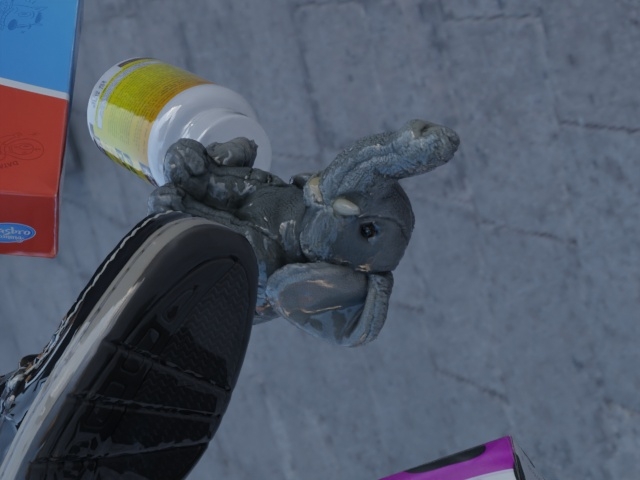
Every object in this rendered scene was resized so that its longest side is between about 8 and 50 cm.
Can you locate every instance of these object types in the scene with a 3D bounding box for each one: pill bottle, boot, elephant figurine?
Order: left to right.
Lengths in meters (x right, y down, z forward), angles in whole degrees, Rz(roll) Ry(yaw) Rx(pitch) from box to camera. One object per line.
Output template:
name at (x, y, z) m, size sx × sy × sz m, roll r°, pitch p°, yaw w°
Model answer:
boot at (-0.223, 0.104, 0.848) m, size 0.284 × 0.138 × 0.377 m, roll 35°, pitch 102°, yaw 38°
pill bottle at (-0.135, -0.103, 1.258) m, size 0.215 × 0.117 × 0.117 m, roll 29°, pitch 133°, yaw 53°
elephant figurine at (0.000, 0.000, 0.999) m, size 0.186 × 0.240 × 0.169 m, roll 6°, pitch -95°, yaw -73°

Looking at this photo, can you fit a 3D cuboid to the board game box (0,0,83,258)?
board game box at (-0.328, -0.109, 0.882) m, size 0.064 × 0.317 × 0.242 m, roll 104°, pitch 166°, yaw -48°

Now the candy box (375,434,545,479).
candy box at (0.087, 0.218, 0.797) m, size 0.233 × 0.159 × 0.071 m, roll 50°, pitch -156°, yaw -48°
